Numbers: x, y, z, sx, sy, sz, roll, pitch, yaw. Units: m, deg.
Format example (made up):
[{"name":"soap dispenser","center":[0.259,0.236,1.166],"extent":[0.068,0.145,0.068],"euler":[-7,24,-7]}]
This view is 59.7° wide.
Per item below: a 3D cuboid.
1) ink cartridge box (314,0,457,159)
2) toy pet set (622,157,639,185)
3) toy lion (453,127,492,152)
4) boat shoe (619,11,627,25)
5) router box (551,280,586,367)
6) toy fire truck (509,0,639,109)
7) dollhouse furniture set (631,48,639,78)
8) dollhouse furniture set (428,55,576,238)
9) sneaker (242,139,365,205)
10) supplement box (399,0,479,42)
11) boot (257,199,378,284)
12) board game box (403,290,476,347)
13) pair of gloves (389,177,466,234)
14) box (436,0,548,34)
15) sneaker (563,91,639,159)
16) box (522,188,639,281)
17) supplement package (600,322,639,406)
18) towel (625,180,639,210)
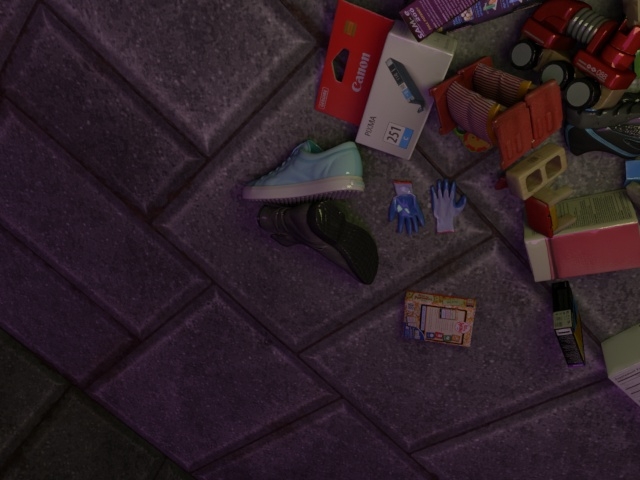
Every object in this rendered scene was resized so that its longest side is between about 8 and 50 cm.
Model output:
[{"name":"ink cartridge box","center":[0.122,-0.340,1.222],"extent":[0.261,0.066,0.296],"euler":[21,141,4]},{"name":"toy pet set","center":[0.713,-0.156,1.192],"extent":[0.114,0.065,0.122],"euler":[-1,122,19]},{"name":"toy lion","center":[0.350,-0.248,1.275],"extent":[0.100,0.034,0.096],"euler":[16,134,8]},{"name":"boat shoe","center":[0.574,-0.486,0.988],"extent":[0.105,0.113,0.306],"euler":[19,124,13]},{"name":"router box","center":[0.621,0.208,1.397],"extent":[0.046,0.179,0.133],"euler":[-15,118,29]},{"name":"toy fire truck","center":[0.483,-0.385,1.000],"extent":[0.217,0.158,0.246],"euler":[51,136,29]},{"name":"dollhouse furniture set","center":[0.678,-0.357,1.061],"extent":[0.152,0.076,0.058],"euler":[-6,121,23]},{"name":"dollhouse furniture set","center":[0.385,-0.170,1.163],"extent":[0.152,0.201,0.374],"euler":[-34,129,-8]},{"name":"sneaker","center":[-0.046,-0.173,1.421],"extent":[0.366,0.135,0.150],"euler":[-4,81,32]},{"name":"supplement box","center":[0.265,-0.470,1.002],"extent":[0.239,0.130,0.073],"euler":[-28,113,31]},{"name":"boot","center":[0.000,0.000,1.503],"extent":[0.223,0.118,0.338],"euler":[0,143,39]},{"name":"board game box","center":[0.336,0.224,1.586],"extent":[0.193,0.045,0.147],"euler":[7,124,14]},{"name":"pair of gloves","center":[0.270,-0.084,1.415],"extent":[0.198,0.023,0.159],"euler":[1,123,18]},{"name":"box","center":[0.292,-0.566,1.050],"extent":[0.293,0.073,0.295],"euler":[-11,119,25]},{"name":"sneaker","center":[0.677,-0.239,1.134],"extent":[0.341,0.125,0.139],"euler":[7,142,20]},{"name":"box","center":[0.596,-0.010,1.277],"extent":[0.232,0.148,0.127],"euler":[-11,119,26]},{"name":"supplement package","center":[0.868,0.351,1.438],"extent":[0.244,0.139,0.134],"euler":[41,125,-9]},{"name":"towel","center":[0.808,0.000,1.117],"extent":[0.312,0.324,0.056],"euler":[40,89,-30]}]
